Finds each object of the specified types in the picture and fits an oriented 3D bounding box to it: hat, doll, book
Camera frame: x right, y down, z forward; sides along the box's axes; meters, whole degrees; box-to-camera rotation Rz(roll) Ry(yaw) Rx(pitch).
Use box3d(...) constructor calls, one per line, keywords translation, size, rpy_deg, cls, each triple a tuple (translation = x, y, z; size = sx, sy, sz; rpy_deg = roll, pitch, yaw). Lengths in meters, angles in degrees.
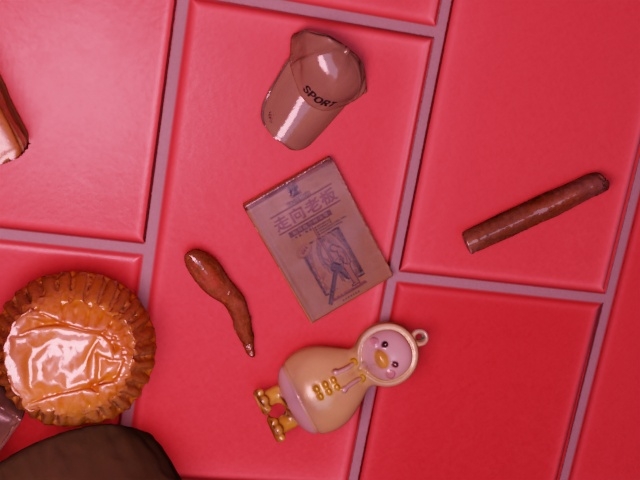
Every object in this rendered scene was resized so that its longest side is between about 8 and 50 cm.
box3d(translation=(-0.006, -0.215, 1.476), size=(0.147, 0.085, 0.175), rpy_deg=(30, 96, -19), cls="hat")
box3d(translation=(0.040, 0.216, 1.578), size=(0.296, 0.117, 0.141), rpy_deg=(-29, 82, 3), cls="doll")
box3d(translation=(0.000, 0.000, 1.568), size=(0.161, 0.026, 0.230), rpy_deg=(-30, 109, -3), cls="book")

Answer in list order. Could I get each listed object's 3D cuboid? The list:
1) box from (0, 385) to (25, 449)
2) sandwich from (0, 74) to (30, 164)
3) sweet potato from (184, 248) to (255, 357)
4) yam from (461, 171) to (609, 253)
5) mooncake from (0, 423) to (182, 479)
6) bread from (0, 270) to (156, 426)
box3d(translation=(-0.560, 0.290, 1.461), size=(0.149, 0.155, 0.231), rpy_deg=(35, 97, -16), cls="box")
box3d(translation=(-0.545, -0.173, 1.335), size=(0.228, 0.155, 0.198), rpy_deg=(-22, 107, -6), cls="sandwich")
box3d(translation=(-0.149, 0.094, 1.553), size=(0.050, 0.050, 0.214), rpy_deg=(-33, 115, -2), cls="sweet potato")
box3d(translation=(0.357, -0.049, 1.622), size=(0.264, 0.046, 0.046), rpy_deg=(-25, 109, -5), cls="yam")
box3d(translation=(-0.361, 0.438, 1.448), size=(0.357, 0.194, 0.356), rpy_deg=(-24, 149, -16), cls="mooncake")
box3d(translation=(-0.350, 0.155, 1.404), size=(0.240, 0.139, 0.239), rpy_deg=(1, 87, -17), cls="bread")
